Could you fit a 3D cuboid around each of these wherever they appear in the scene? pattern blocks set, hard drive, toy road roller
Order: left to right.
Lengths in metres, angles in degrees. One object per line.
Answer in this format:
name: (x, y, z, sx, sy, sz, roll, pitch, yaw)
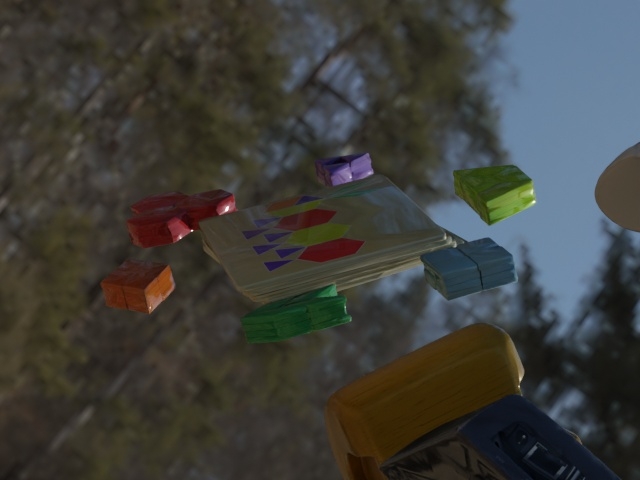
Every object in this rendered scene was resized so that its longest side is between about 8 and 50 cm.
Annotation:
pattern blocks set: (0.000, 0.000, 1.281, 0.325, 0.285, 0.026, -104, -178, -73)
toy road roller: (0.096, 0.182, 1.473, 0.240, 0.202, 0.329, 68, -11, -11)
hard drive: (0.153, 0.188, 1.061, 0.255, 0.054, 0.172, 45, -19, 0)

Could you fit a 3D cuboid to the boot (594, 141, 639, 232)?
boot: (0.350, -0.096, 1.675, 0.095, 0.123, 0.258, 46, -39, -14)
